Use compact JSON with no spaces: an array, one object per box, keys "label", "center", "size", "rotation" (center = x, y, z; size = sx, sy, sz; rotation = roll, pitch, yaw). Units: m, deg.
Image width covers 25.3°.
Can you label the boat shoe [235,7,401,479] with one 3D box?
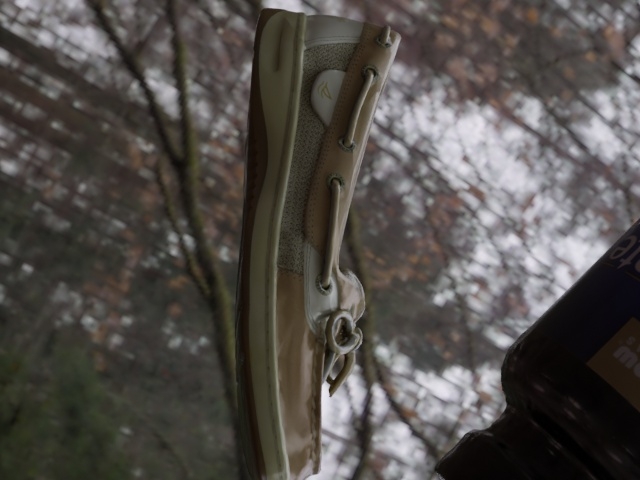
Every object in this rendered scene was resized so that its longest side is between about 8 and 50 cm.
[{"label":"boat shoe","center":[0.000,0.000,0.429],"size":[0.056,0.048,0.153],"rotation":[102,-10,-64]}]

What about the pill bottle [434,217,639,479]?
[{"label":"pill bottle","center":[0.160,0.058,0.630],"size":[0.219,0.123,0.123],"rotation":[-44,-146,-5]}]
